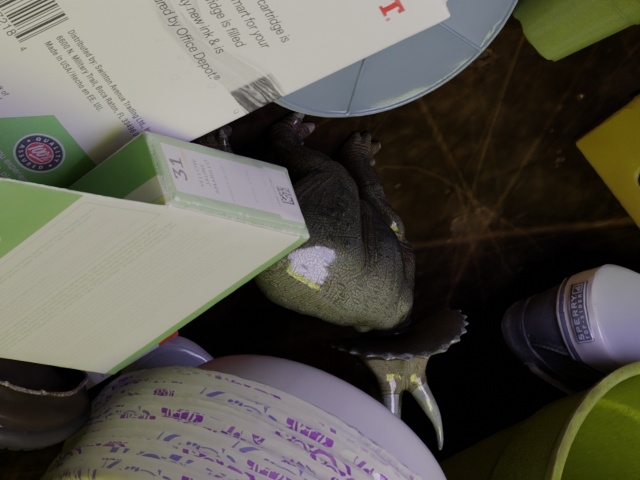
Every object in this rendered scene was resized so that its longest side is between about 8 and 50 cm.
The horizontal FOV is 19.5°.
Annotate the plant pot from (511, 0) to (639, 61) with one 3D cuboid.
[{"bbox_3d":[0.165,-0.156,1.178,0.079,0.083,0.083,-33,141,23],"label":"plant pot"}]

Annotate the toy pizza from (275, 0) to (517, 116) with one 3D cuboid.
[{"bbox_3d":[0.034,-0.160,1.122,0.201,0.032,0.201,-15,136,-15],"label":"toy pizza"}]

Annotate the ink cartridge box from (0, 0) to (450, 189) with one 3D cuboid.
[{"bbox_3d":[-0.097,-0.153,0.958,0.272,0.115,0.198,-25,140,8],"label":"ink cartridge box"}]

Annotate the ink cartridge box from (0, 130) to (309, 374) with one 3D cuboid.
[{"bbox_3d":[-0.142,0.005,0.992,0.171,0.056,0.235,-34,152,29],"label":"ink cartridge box"}]

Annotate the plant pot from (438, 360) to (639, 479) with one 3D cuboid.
[{"bbox_3d":[0.147,0.305,1.393,0.366,0.367,0.353,18,152,-41],"label":"plant pot"}]

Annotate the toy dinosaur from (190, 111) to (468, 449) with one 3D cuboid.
[{"bbox_3d":[0.000,0.000,1.164,0.121,0.160,0.313,-38,140,8],"label":"toy dinosaur"}]

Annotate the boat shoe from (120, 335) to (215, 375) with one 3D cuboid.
[{"bbox_3d":[-0.081,0.163,1.337,0.095,0.084,0.258,-22,121,-4],"label":"boat shoe"}]

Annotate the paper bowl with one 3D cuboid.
[{"bbox_3d":[-0.029,0.184,1.179,0.148,0.284,0.284,-57,153,-34],"label":"paper bowl"}]

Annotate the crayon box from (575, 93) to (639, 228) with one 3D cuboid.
[{"bbox_3d":[0.358,-0.083,1.265,0.318,0.202,0.081,-35,139,7],"label":"crayon box"}]

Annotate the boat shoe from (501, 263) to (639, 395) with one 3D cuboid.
[{"bbox_3d":[0.254,0.098,1.464,0.102,0.108,0.301,-17,156,37],"label":"boat shoe"}]

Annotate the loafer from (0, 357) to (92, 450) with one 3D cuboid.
[{"bbox_3d":[-0.215,0.067,1.061,0.220,0.080,0.078,12,99,-46],"label":"loafer"}]

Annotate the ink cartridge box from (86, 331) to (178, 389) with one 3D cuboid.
[{"bbox_3d":[-0.119,0.042,1.173,0.115,0.029,0.063,-30,134,-16],"label":"ink cartridge box"}]
